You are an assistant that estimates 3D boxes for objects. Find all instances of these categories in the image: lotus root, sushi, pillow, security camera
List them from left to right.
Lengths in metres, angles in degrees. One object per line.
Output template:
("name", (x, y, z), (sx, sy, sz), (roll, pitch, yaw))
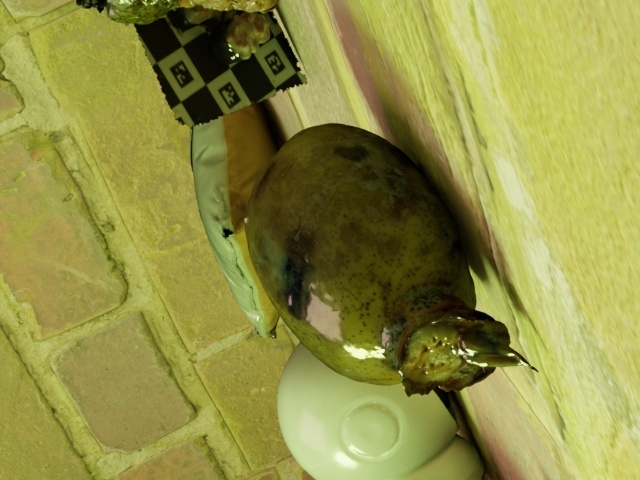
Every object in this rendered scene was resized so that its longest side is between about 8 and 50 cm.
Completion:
("sushi", (-0.096, -0.220, 1.267), (0.040, 0.193, 0.210), (-22, 95, 40))
("pillow", (-0.104, -0.068, 1.885), (0.310, 0.119, 0.312), (70, -170, -58))
("security camera", (0.051, 0.189, 1.442), (0.194, 0.195, 0.236), (-146, 34, -80))
("lotus root", (0.038, 0.025, 0.995), (0.278, 0.154, 0.154), (52, 168, 44))

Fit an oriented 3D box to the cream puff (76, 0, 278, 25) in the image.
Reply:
("cream puff", (-0.129, -0.246, 1.141), (0.183, 0.169, 0.183), (155, 90, -85))
